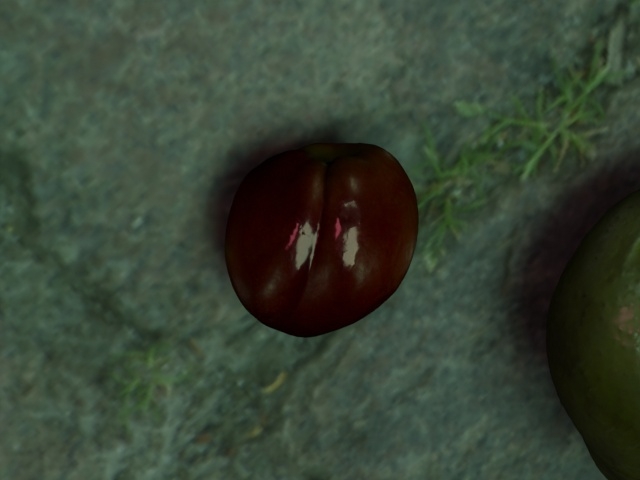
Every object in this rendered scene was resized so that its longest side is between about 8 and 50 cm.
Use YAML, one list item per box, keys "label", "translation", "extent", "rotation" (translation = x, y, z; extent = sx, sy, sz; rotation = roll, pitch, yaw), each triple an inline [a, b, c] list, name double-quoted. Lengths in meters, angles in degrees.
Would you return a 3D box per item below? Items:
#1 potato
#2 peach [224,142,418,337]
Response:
- label: "potato"
  translation: [0.228, 0.074, 0.995]
  extent: [0.174, 0.159, 0.251]
  rotation: [-23, 136, 10]
- label: "peach"
  translation: [0.001, 0.001, 0.866]
  extent: [0.101, 0.101, 0.100]
  rotation: [-13, 120, -24]
